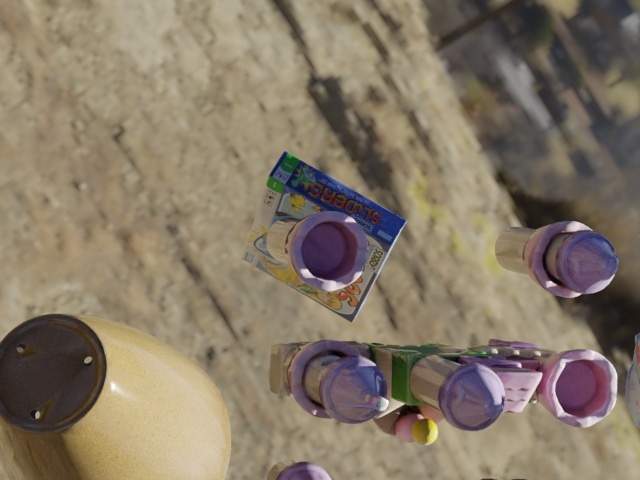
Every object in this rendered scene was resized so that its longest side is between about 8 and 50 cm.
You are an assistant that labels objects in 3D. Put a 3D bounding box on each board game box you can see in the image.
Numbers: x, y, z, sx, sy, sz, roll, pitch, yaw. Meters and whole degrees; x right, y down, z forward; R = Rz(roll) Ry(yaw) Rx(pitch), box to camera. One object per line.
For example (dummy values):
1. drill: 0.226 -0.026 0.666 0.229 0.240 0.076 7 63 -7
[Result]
1. board game box: 0.000 0.000 1.721 0.136 0.201 0.035 29 64 4

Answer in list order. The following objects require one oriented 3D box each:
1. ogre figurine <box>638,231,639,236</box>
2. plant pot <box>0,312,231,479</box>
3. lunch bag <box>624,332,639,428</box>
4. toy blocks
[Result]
1. ogre figurine: 0.355 -0.036 1.463 0.118 0.197 0.097 26 -2 27
2. plant pot: -0.229 0.171 1.713 0.254 0.237 0.237 68 5 -66
3. lunch bag: 0.247 0.100 1.166 0.083 0.071 0.053 28 41 30
4. toy blocks: 0.112 0.134 1.440 0.288 0.260 0.309 2 94 -18
